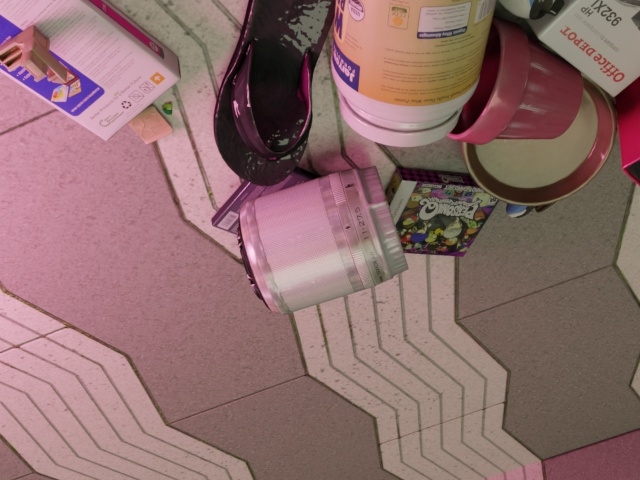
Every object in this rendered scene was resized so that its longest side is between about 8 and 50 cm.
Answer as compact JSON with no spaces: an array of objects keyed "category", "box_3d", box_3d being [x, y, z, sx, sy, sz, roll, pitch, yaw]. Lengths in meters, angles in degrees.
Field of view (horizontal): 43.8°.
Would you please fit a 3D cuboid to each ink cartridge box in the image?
[{"category":"ink cartridge box","box_3d":[0.492,-0.404,1.227,0.223,0.129,0.307,23,128,-35]},{"category":"ink cartridge box","box_3d":[-0.396,-0.301,1.153,0.175,0.069,0.371,-33,138,22]}]

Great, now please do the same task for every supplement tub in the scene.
[{"category":"supplement tub","box_3d":[0.131,-0.316,1.154,0.228,0.228,0.316,-6,138,-8]}]

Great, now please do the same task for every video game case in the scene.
[{"category":"video game case","box_3d":[0.228,-0.052,1.622,0.232,0.042,0.210,4,138,-20]},{"category":"video game case","box_3d":[-0.046,-0.051,1.562,0.274,0.026,0.196,21,129,-34]}]

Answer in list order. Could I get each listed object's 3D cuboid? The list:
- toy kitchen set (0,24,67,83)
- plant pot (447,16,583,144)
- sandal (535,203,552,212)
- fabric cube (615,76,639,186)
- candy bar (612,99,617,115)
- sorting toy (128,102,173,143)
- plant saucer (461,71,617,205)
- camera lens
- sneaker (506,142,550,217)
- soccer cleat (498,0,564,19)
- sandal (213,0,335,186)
[{"category":"toy kitchen set","box_3d":[-0.406,-0.238,1.113,0.075,0.083,0.068,-26,137,15]},{"category":"plant pot","box_3d":[0.315,-0.245,1.299,0.180,0.201,0.201,10,134,-19]},{"category":"sandal","box_3d":[0.492,-0.147,1.566,0.219,0.060,0.090,-55,164,22]},{"category":"fabric cube","box_3d":[0.676,-0.202,1.336,0.259,0.258,0.254,33,135,-24]},{"category":"candy bar","box_3d":[0.505,-0.207,1.523,0.018,0.040,0.161,31,123,-28]},{"category":"sorting toy","box_3d":[-0.276,-0.201,1.339,0.083,0.012,0.062,-22,134,15]},{"category":"plant saucer","box_3d":[0.393,-0.193,1.448,0.278,0.041,0.278,0,120,0]},{"category":"camera lens","box_3d":[0.000,0.000,1.446,0.274,0.219,0.219,-18,139,5]},{"category":"sneaker","box_3d":[0.402,-0.137,1.556,0.081,0.080,0.211,7,126,-14]},{"category":"soccer cleat","box_3d":[0.349,-0.478,1.121,0.331,0.143,0.116,-57,165,17]},{"category":"sandal","box_3d":[-0.075,-0.243,1.267,0.167,0.107,0.446,0,136,-15]}]
